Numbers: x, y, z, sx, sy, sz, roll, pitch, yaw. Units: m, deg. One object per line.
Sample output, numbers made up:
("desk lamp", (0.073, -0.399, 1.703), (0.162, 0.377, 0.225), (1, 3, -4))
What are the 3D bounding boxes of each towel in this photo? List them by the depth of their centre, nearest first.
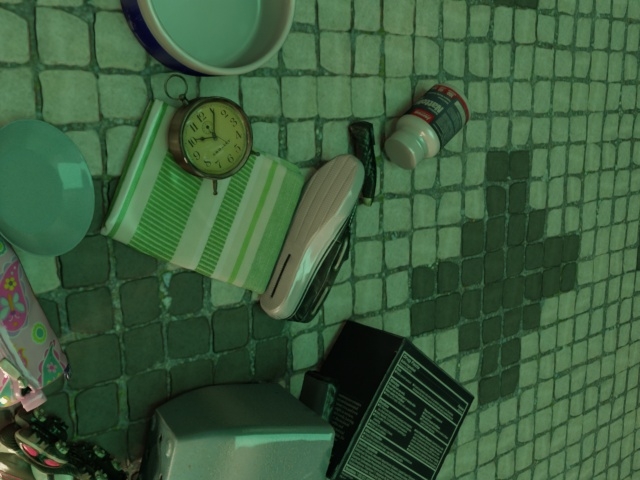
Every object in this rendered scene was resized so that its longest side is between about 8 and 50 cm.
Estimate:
("towel", (-0.187, -0.067, 1.097), (0.324, 0.038, 0.248), (23, 85, -38))

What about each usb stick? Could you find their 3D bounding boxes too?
("usb stick", (-0.025, 0.373, 1.151), (0.045, 0.077, 0.278), (12, 90, -52))

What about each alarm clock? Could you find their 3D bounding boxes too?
("alarm clock", (-0.185, -0.178, 1.009), (0.129, 0.064, 0.192), (-45, 125, -21))

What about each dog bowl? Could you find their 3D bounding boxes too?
("dog bowl", (-0.174, -0.393, 1.001), (0.264, 0.104, 0.265), (-8, 103, -36))

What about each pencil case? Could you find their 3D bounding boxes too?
("pencil case", (-0.453, 0.094, 0.874), (0.124, 0.124, 0.284), (-29, 114, -29))

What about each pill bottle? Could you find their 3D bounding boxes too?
("pill bottle", (0.219, -0.233, 1.322), (0.180, 0.108, 0.108), (-46, 122, -22))

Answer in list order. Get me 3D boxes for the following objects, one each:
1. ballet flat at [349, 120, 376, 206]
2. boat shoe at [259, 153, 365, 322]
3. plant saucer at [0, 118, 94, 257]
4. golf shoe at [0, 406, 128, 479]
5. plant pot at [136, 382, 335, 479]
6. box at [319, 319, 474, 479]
("ballet flat", (0.088, -0.153, 1.287), (0.049, 0.057, 0.173), (-3, 103, 5))
("boat shoe", (0.000, 0.000, 1.213), (0.119, 0.121, 0.335), (26, 94, -45))
("plant saucer", (-0.403, -0.071, 0.899), (0.195, 0.037, 0.195), (28, 58, -60))
("golf shoe", (-0.398, 0.374, 0.997), (0.120, 0.105, 0.273), (-41, 117, -3))
("plant pot", (-0.164, 0.385, 1.080), (0.252, 0.247, 0.247), (12, 91, -28))
("box", (0.125, 0.369, 1.315), (0.296, 0.182, 0.294), (42, 72, -36))
